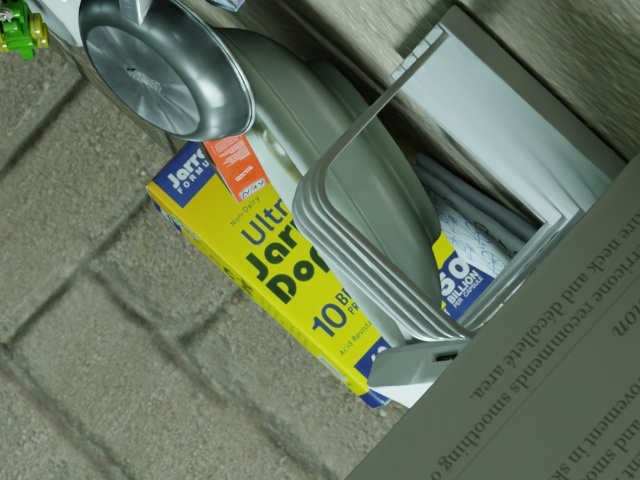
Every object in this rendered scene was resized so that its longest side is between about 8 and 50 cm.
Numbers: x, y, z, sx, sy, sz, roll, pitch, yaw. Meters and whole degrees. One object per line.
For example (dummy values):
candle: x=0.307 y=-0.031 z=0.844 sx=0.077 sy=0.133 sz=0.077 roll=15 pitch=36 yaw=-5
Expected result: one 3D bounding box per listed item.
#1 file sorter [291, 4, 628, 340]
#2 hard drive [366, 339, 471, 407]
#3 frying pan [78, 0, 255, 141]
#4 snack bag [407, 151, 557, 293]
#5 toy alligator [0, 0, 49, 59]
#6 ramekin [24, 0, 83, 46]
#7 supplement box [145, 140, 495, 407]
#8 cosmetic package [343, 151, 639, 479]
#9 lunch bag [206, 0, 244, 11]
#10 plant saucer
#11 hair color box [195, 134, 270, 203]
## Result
file sorter: x=0.095 y=-0.033 z=1.518 sx=0.193 sy=0.173 sz=0.277 roll=43 pitch=174 yaw=-1
hard drive: x=0.248 y=0.179 z=1.818 sx=0.353 sy=0.047 sz=0.233 roll=28 pitch=159 yaw=-26
frying pan: x=-0.130 y=-0.181 z=1.699 sx=0.197 sy=0.053 sz=0.326 roll=38 pitch=157 yaw=5
snack bag: x=0.246 y=0.074 z=1.933 sx=0.323 sy=0.037 sz=0.342 roll=37 pitch=172 yaw=40
toy alligator: x=-0.335 y=-0.245 z=2.167 sx=0.190 sy=0.056 sz=0.051 roll=80 pitch=-177 yaw=-80
ramekin: x=-0.299 y=-0.330 z=2.172 sx=0.273 sy=0.127 sz=0.273 roll=42 pitch=174 yaw=5
supplement box: x=0.000 y=0.000 z=2.223 sx=0.356 sy=0.194 sz=0.195 roll=42 pitch=174 yaw=3
cosmetic package: x=0.282 y=0.222 z=1.352 sx=0.393 sy=0.329 sz=0.327 roll=40 pitch=173 yaw=27
lunch bag: x=-0.078 y=-0.236 z=1.681 sx=0.053 sy=0.071 sz=0.083 roll=43 pitch=171 yaw=-30
plant saucer: x=0.019 y=-0.065 z=1.918 sx=0.400 sy=0.100 sz=0.400 roll=55 pitch=176 yaw=5
hair color box: x=-0.102 y=-0.103 z=1.996 sx=0.072 sy=0.043 sz=0.141 roll=53 pitch=176 yaw=31
